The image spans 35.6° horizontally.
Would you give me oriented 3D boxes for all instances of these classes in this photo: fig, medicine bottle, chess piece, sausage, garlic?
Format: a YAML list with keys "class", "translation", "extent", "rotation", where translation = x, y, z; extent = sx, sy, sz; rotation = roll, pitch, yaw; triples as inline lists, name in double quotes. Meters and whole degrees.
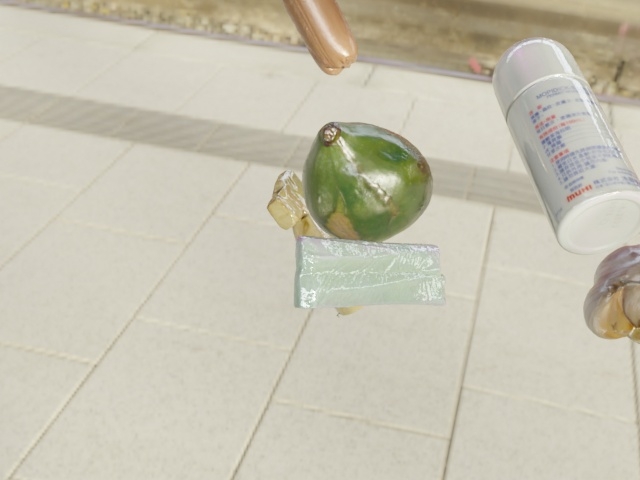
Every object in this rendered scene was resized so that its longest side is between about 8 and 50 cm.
- class: "fig"
  translation: [0.058, -0.105, 1.483]
  extent: [0.195, 0.244, 0.195]
  rotation: [-15, 44, 15]
- class: "medicine bottle"
  translation: [0.336, -0.148, 1.390]
  extent: [0.130, 0.130, 0.340]
  rotation: [-2, 51, -15]
- class: "chess piece"
  translation: [0.000, 0.000, 1.982]
  extent: [0.137, 0.300, 0.137]
  rotation: [-35, 14, 10]
- class: "sausage"
  translation: [-0.025, -0.418, 1.699]
  extent: [0.086, 0.289, 0.086]
  rotation: [-28, 4, 2]
- class: "garlic"
  translation: [0.586, 0.119, 1.746]
  extent: [0.207, 0.207, 0.256]
  rotation: [1, 14, -9]

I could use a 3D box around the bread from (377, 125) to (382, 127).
- class: "bread"
  translation: [0.112, -0.168, 2.366]
  extent: [0.036, 0.193, 0.112]
  rotation: [12, 50, 1]

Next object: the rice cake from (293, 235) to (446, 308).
- class: "rice cake"
  translation: [0.060, 0.038, 1.143]
  extent: [0.222, 0.080, 0.042]
  rotation: [2, -5, -39]
